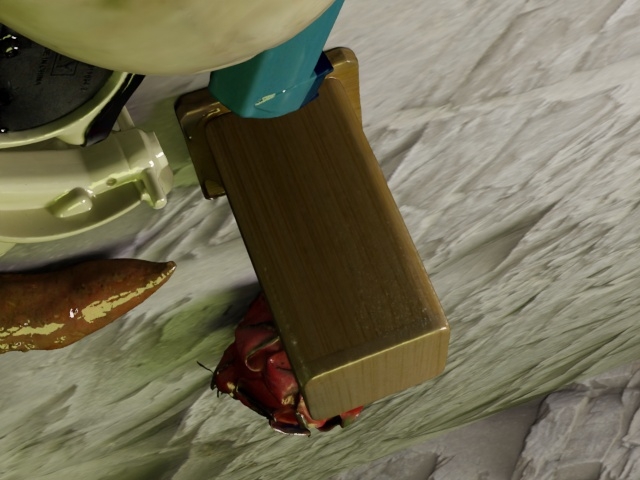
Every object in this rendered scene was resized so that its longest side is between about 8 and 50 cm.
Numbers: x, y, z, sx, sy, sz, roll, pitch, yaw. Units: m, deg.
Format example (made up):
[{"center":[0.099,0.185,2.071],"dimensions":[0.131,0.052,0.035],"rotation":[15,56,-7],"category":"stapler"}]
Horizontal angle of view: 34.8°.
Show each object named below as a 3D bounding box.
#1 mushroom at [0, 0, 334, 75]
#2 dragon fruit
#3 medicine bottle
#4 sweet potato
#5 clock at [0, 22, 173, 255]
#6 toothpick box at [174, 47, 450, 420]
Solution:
[{"center":[-0.102,-0.229,0.440],"dimensions":[0.353,0.325,0.353],"rotation":[-2,131,-2],"category":"mushroom"},{"center":[-0.048,0.162,1.453],"dimensions":[0.293,0.233,0.234],"rotation":[-10,158,14],"category":"dragon fruit"},{"center":[-0.019,-0.202,0.827],"dimensions":[0.124,0.079,0.258],"rotation":[-40,165,-42],"category":"medicine bottle"},{"center":[-0.343,0.083,1.190],"dimensions":[0.355,0.095,0.106],"rotation":[-11,159,-14],"category":"sweet potato"},{"center":[-0.229,-0.103,0.846],"dimensions":[0.276,0.120,0.379],"rotation":[-9,150,-30],"category":"clock"},{"center":[0.000,0.000,1.014],"dimensions":[0.190,0.308,0.187],"rotation":[-19,156,-6],"category":"toothpick box"}]
